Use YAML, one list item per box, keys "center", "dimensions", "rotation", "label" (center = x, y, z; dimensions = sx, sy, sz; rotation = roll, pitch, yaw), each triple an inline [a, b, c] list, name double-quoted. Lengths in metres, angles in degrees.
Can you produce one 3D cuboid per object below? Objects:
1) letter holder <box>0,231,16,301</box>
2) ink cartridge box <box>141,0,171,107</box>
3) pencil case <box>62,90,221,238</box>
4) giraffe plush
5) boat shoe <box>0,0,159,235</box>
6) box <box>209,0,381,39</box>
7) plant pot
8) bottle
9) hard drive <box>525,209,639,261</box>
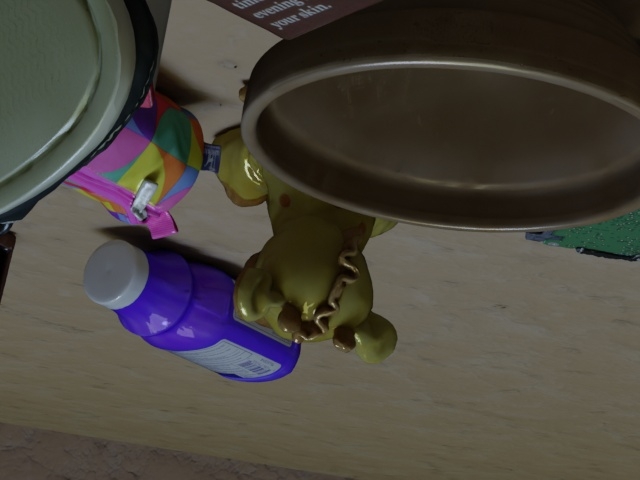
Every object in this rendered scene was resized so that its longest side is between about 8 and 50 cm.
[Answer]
- center: [-0.485, 0.086, 1.325]
  dimensions: [0.302, 0.214, 0.152]
  rotation: [-8, 156, 40]
  label: "letter holder"
- center: [-0.199, -0.157, 0.640]
  dimensions: [0.237, 0.100, 0.172]
  rotation: [8, 162, -1]
  label: "ink cartridge box"
- center: [-0.173, -0.086, 0.855]
  dimensions: [0.104, 0.104, 0.236]
  rotation: [-5, 158, 34]
  label: "pencil case"
- center: [0.000, 0.000, 0.928]
  dimensions: [0.181, 0.170, 0.210]
  rotation: [9, 162, -4]
  label: "giraffe plush"
- center: [-0.173, -0.059, 0.599]
  dimensions: [0.340, 0.127, 0.113]
  rotation: [-21, 177, 41]
  label: "boat shoe"
- center: [-0.087, -0.210, 0.375]
  dimensions: [0.381, 0.143, 0.191]
  rotation: [20, 159, -38]
  label: "box"
- center: [0.079, -0.093, 0.710]
  dimensions: [0.237, 0.109, 0.237]
  rotation: [6, 162, 2]
  label: "plant pot"
- center: [-0.133, 0.075, 1.343]
  dimensions: [0.118, 0.092, 0.283]
  rotation: [-5, 158, 32]
  label: "bottle"
- center: [0.330, -0.032, 0.871]
  dimensions: [0.339, 0.064, 0.237]
  rotation: [8, 162, -4]
  label: "hard drive"
